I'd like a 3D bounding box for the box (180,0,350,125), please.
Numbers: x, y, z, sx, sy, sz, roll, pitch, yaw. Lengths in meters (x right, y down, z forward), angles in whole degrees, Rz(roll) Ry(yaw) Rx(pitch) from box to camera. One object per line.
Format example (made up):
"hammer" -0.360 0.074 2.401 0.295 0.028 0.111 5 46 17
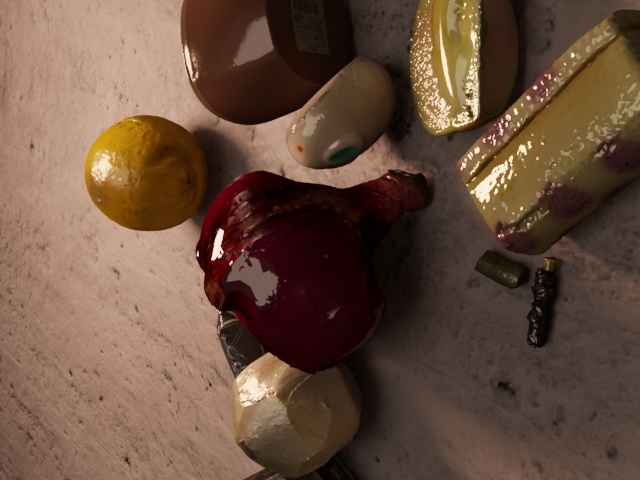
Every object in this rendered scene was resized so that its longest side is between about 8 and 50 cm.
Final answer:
"box" -0.092 -0.383 1.486 0.216 0.301 0.301 -12 87 42

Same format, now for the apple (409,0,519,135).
"apple" 0.224 -0.300 1.251 0.193 0.120 0.265 5 98 61

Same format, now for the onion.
"onion" 0.000 0.000 1.408 0.420 0.398 0.398 -44 60 14

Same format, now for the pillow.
"pillow" -0.145 0.296 1.739 0.092 0.161 0.335 -23 73 11

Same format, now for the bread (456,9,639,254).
"bread" 0.357 -0.140 1.092 0.338 0.155 0.187 -49 52 43

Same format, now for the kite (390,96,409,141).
"kite" 0.142 -0.219 1.439 0.044 0.002 0.078 -11 89 49

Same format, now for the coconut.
"coconut" -0.055 0.334 1.537 0.245 0.247 0.245 27 134 31

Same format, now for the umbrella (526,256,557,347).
"umbrella" 0.345 0.096 1.229 0.037 0.040 0.144 24 112 54

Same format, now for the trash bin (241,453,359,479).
"trash bin" -0.060 0.648 1.625 0.259 0.295 0.381 43 136 36

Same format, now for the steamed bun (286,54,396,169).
"steamed bun" 0.046 -0.214 1.408 0.130 0.228 0.177 44 174 2

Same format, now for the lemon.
"lemon" -0.410 -0.159 1.876 0.297 0.297 0.297 10 103 48

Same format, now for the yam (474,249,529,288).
"yam" 0.292 0.047 1.280 0.094 0.043 0.043 32 119 40
